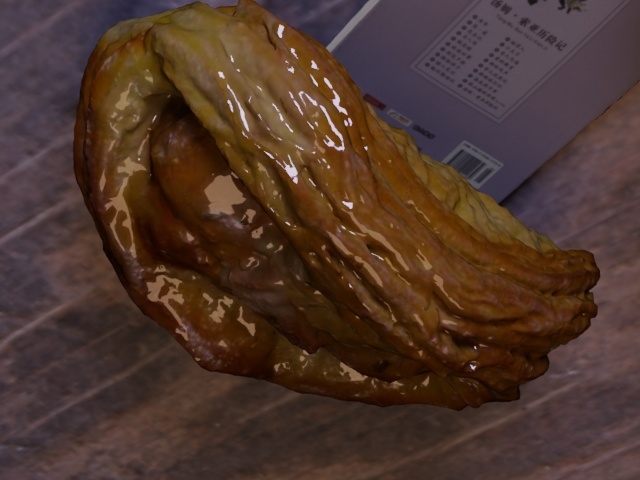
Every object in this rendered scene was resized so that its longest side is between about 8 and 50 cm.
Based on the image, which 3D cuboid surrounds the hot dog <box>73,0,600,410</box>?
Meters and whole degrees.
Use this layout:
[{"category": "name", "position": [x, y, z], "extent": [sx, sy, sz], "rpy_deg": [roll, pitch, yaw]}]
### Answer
[{"category": "hot dog", "position": [0.001, 0.004, 0.652], "extent": [0.259, 0.114, 0.175], "rpy_deg": [33, 153, -29]}]

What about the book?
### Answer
[{"category": "book", "position": [0.087, -0.093, 0.646], "extent": [0.127, 0.014, 0.181], "rpy_deg": [28, 126, -25]}]
